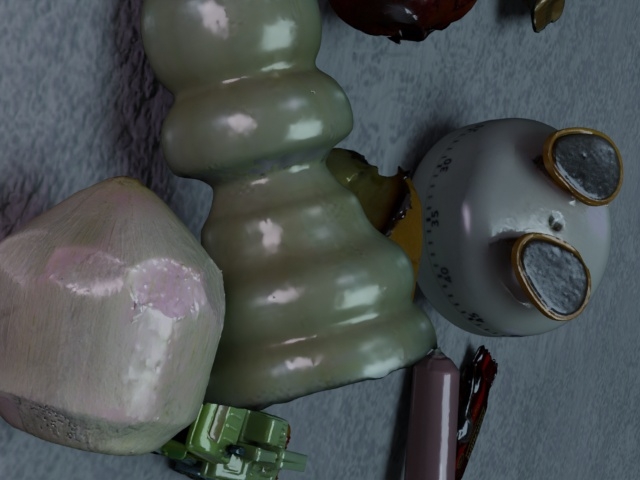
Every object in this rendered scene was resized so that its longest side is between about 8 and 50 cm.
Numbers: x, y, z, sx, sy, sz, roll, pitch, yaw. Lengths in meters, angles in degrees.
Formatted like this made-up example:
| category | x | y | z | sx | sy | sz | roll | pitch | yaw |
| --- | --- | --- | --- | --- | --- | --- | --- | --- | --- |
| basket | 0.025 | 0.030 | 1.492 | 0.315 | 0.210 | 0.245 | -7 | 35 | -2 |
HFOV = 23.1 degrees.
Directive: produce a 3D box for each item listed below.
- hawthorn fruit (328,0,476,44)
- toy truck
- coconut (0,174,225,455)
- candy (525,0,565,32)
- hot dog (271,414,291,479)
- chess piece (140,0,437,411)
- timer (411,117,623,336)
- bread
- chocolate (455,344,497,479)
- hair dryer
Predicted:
| category | x | y | z | sx | sy | sz | roll | pitch | yaw |
| --- | --- | --- | --- | --- | --- | --- | --- | --- | --- |
| hawthorn fruit | 0.070 | -0.258 | 1.365 | 0.148 | 0.148 | 0.172 | -16 | 101 | -59 |
| toy truck | -0.077 | 0.159 | 1.275 | 0.169 | 0.100 | 0.077 | 44 | 59 | -58 |
| coconut | -0.142 | 0.048 | 1.053 | 0.171 | 0.171 | 0.183 | 14 | 91 | -62 |
| candy | 0.264 | -0.362 | 1.725 | 0.143 | 0.101 | 0.271 | -38 | 138 | -58 |
| hot dog | -0.062 | 0.222 | 1.374 | 0.062 | 0.038 | 0.144 | 115 | -2 | -68 |
| chess piece | -0.039 | -0.056 | 1.155 | 0.182 | 0.182 | 0.330 | -18 | 95 | -58 |
| timer | 0.187 | -0.010 | 1.648 | 0.233 | 0.240 | 0.233 | 4 | 84 | -34 |
| bread | 0.000 | 0.000 | 1.330 | 0.169 | 0.140 | 0.160 | 5 | 101 | -61 |
| chocolate | 0.169 | 0.216 | 1.818 | 0.182 | 0.028 | 0.086 | -69 | 152 | -20 |
| hair dryer | 0.128 | 0.291 | 1.695 | 0.210 | 0.125 | 0.352 | 12 | 82 | -62 |
